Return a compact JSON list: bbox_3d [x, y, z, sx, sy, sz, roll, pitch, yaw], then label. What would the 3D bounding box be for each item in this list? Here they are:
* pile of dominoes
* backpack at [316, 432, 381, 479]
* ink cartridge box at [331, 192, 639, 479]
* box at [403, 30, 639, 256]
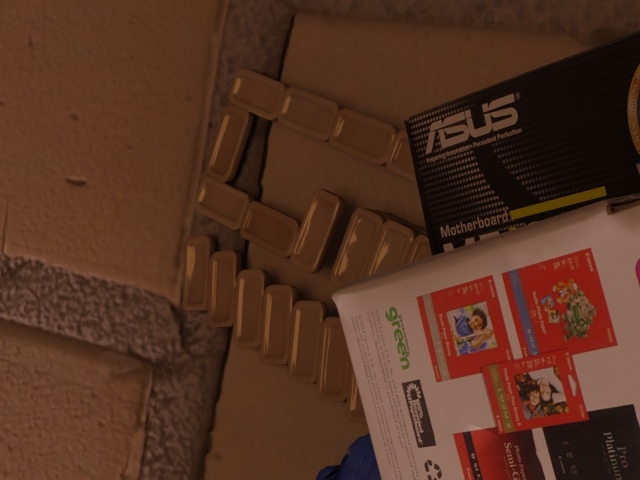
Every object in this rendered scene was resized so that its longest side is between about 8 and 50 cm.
[{"bbox_3d":[0.000,0.000,0.958,0.251,0.040,0.196,27,101,42],"label":"pile of dominoes"},{"bbox_3d":[0.041,0.181,0.857,0.101,0.098,0.120,27,101,38],"label":"backpack"},{"bbox_3d":[0.166,0.137,0.620,0.272,0.130,0.309,-20,82,53],"label":"ink cartridge box"},{"bbox_3d":[0.173,0.002,0.740,0.270,0.060,0.216,-15,86,52],"label":"box"}]
